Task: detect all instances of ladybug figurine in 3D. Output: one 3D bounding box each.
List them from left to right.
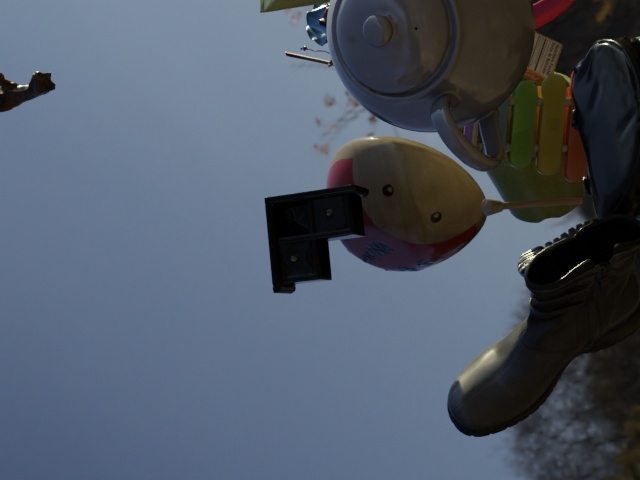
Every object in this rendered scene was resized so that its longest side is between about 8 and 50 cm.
[{"bbox_3d":[0.140,-0.051,2.264,0.162,0.305,0.449,-63,0,-14],"label":"ladybug figurine"}]

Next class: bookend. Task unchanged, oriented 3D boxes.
[{"bbox_3d":[0.000,0.000,1.971,0.072,0.156,0.157,9,-105,-69],"label":"bookend"}]

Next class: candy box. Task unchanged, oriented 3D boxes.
[{"bbox_3d":[0.292,-0.398,2.420,0.316,0.183,0.087,21,-97,-17],"label":"candy box"}]

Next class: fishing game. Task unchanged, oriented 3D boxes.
[{"bbox_3d":[0.049,-0.425,2.196,0.264,0.189,0.041,-55,-47,-12],"label":"fishing game"}]

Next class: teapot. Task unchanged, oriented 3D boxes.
[{"bbox_3d":[0.105,-0.227,1.350,0.187,0.256,0.252,-23,-55,-60],"label":"teapot"}]

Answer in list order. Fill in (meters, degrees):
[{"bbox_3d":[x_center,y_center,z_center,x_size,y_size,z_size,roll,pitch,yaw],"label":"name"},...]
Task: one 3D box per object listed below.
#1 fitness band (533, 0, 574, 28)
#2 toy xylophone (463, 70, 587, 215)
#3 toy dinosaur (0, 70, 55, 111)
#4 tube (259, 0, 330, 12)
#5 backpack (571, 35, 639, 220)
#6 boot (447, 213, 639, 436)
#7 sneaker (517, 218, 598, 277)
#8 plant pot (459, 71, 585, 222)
[{"bbox_3d":[0.293,-0.431,2.016,0.209,0.291,0.054,63,-178,19],"label":"fitness band"},{"bbox_3d":[0.363,-0.157,1.954,0.081,0.323,0.236,-151,54,-68],"label":"toy xylophone"},{"bbox_3d":[-0.361,-0.159,1.328,0.112,0.211,0.064,-20,-66,-37],"label":"toy dinosaur"},{"bbox_3d":[0.021,-0.407,1.934,0.070,0.240,0.062,-62,-36,-79],"label":"tube"},{"bbox_3d":[0.567,-0.160,1.712,0.356,0.273,0.290,12,-124,-18],"label":"backpack"},{"bbox_3d":[0.294,0.106,1.661,0.118,0.338,0.222,45,168,35],"label":"boot"},{"bbox_3d":[0.525,0.046,2.481,0.132,0.229,0.086,53,-155,-31],"label":"sneaker"},{"bbox_3d":[0.460,-0.187,2.679,0.276,0.276,0.254,-84,-27,-49],"label":"plant pot"}]
